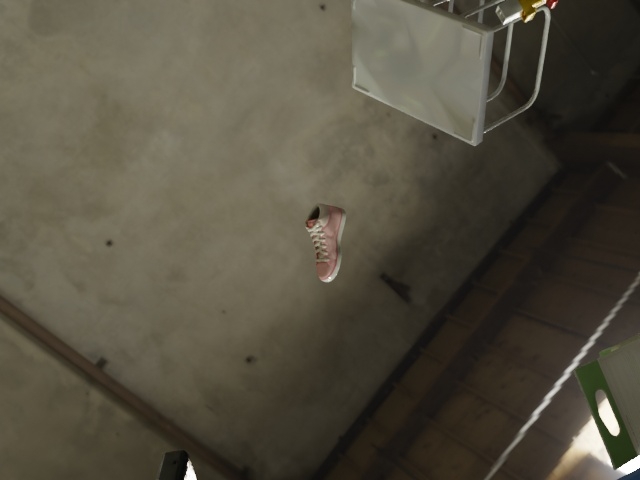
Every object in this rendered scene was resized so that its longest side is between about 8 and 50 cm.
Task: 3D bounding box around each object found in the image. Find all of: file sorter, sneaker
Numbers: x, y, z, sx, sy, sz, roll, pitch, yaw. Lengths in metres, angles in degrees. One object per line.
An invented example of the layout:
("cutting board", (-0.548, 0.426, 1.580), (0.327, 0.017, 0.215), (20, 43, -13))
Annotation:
("file sorter", (0.206, -0.319, 1.349), (0.173, 0.192, 0.278), (-31, -133, -32))
("sneaker", (0.000, 0.000, 1.401), (0.051, 0.070, 0.134), (-6, -110, 47))

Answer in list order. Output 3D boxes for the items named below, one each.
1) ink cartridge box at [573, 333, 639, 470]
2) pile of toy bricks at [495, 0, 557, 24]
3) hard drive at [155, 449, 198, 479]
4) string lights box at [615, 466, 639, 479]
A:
("ink cartridge box", (0.509, 0.257, 1.348), (0.235, 0.171, 0.056), (-16, 170, -29))
("pile of toy bricks", (0.173, -0.322, 0.755), (0.105, 0.212, 0.118), (-28, 172, -1))
("hard drive", (-0.101, 0.229, 0.579), (0.022, 0.094, 0.135), (-11, -155, 5))
("string lights box", (0.244, 0.127, 0.345), (0.260, 0.133, 0.077), (-26, -175, -5))
